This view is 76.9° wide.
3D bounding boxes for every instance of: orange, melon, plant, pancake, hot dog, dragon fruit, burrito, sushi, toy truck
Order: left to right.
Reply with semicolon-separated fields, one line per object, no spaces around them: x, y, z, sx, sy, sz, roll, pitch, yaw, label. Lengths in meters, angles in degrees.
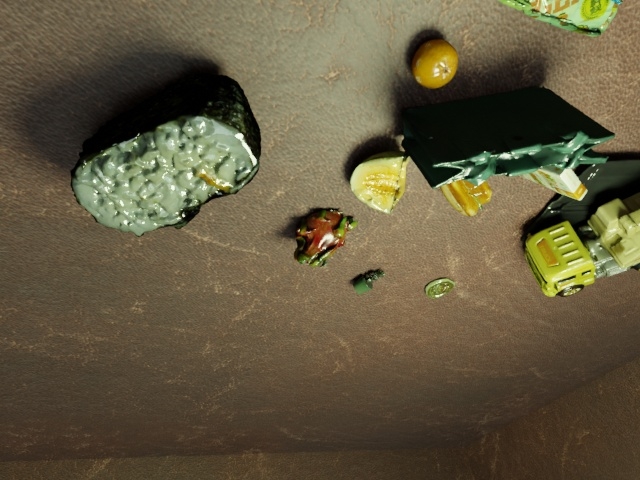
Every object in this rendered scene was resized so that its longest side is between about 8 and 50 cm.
-0.268;-0.151;0.725;0.351;0.170;0.211;-27;134;15;sushi
0.000;0.000;1.012;0.142;0.174;0.138;-8;138;44;dragon fruit
0.149;0.120;1.211;0.102;0.051;0.051;-36;133;18;plant
0.133;-0.148;0.903;0.129;0.079;0.160;9;138;3;melon
0.206;-0.318;0.729;0.084;0.070;0.083;-9;135;-9;orange
0.395;0.159;1.338;0.108;0.017;0.107;-9;137;-9;pancake
0.330;-0.142;0.956;0.104;0.076;0.250;-47;134;8;hot dog
0.400;-0.422;0.673;0.289;0.054;0.104;5;135;-19;burrito
0.772;-0.002;1.078;0.406;0.180;0.254;-26;146;21;toy truck

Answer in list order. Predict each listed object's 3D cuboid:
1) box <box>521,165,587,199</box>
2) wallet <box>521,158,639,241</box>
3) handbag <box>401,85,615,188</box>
0.433;-0.158;0.847;0.122;0.220;0.032;24;103;-39;box
0.743;-0.101;1.119;0.248;0.041;0.322;-1;140;-11;wallet
0.331;-0.200;0.765;0.327;0.238;0.089;-9;128;-4;handbag
